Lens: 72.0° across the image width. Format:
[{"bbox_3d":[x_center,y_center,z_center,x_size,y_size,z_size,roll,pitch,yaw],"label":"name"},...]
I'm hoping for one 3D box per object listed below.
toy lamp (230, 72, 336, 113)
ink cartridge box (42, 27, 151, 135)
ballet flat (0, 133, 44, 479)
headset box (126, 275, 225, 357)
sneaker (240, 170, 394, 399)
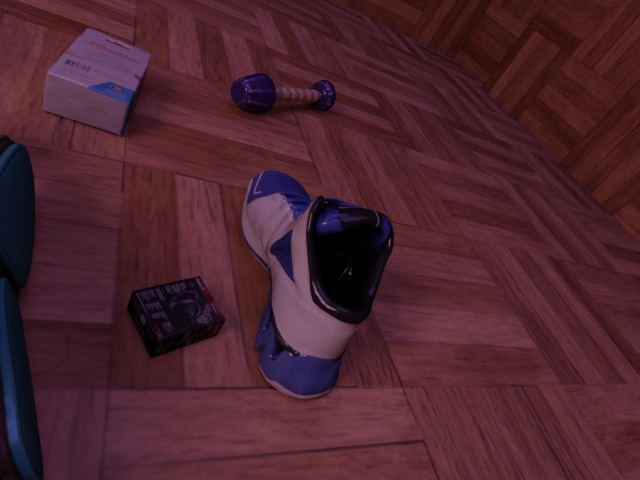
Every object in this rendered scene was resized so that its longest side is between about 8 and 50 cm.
[{"bbox_3d":[-0.071,-0.308,0.929,0.080,0.080,0.275,47,38,18],"label":"toy lamp"},{"bbox_3d":[-0.327,-0.243,0.664,0.104,0.061,0.181,17,38,-22],"label":"ink cartridge box"},{"bbox_3d":[-0.283,0.035,0.331,0.123,0.123,0.348,2,45,-36],"label":"ballet flat"},{"bbox_3d":[-0.144,0.074,0.452,0.083,0.032,0.062,-11,55,-46],"label":"headset box"},{"bbox_3d":[0.000,0.001,0.523,0.127,0.182,0.315,14,39,-27],"label":"sneaker"}]
